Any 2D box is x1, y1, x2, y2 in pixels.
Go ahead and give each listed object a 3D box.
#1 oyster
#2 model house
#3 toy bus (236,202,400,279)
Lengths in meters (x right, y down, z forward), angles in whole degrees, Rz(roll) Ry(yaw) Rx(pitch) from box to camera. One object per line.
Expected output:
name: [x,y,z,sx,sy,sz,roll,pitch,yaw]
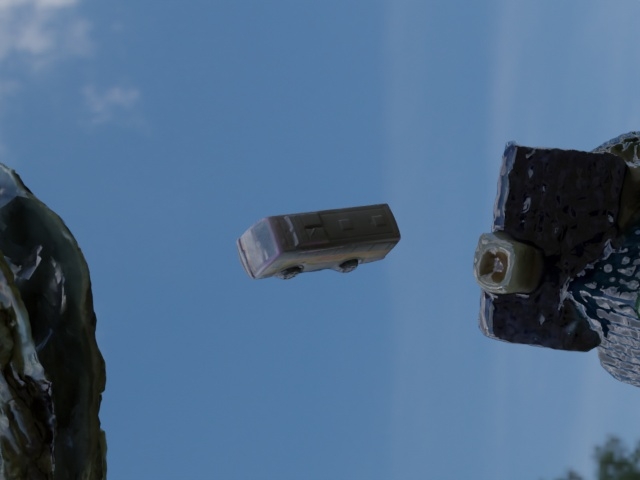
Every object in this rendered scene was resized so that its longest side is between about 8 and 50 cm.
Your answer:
oyster: [-0.177,0.138,0.744,0.158,0.162,0.351,-25,-61,-44]
model house: [0.293,0.018,1.433,0.284,0.298,0.243,-1,-81,-39]
toy bus: [0.000,0.000,1.619,0.172,0.072,0.057,-7,-115,-36]
